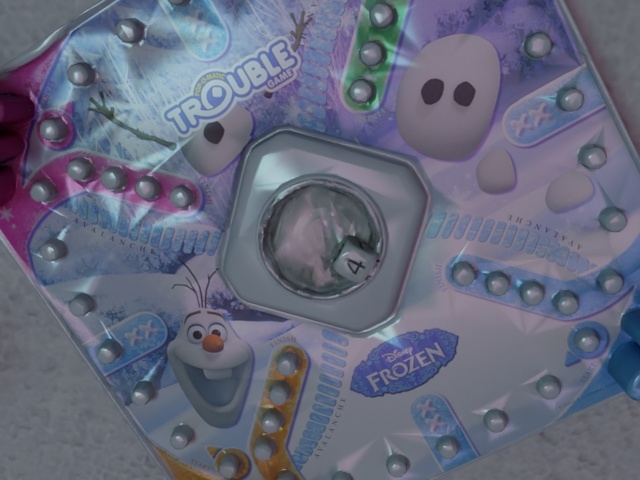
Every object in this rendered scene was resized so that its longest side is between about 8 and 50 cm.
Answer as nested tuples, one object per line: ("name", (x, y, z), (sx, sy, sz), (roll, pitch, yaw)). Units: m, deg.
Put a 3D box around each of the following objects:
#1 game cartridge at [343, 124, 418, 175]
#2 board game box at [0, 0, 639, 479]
("game cartridge", (0.023, -0.030, 0.473), (0.056, 0.017, 0.083), (40, 105, -8))
("board game box", (0.000, 0.000, 0.447), (0.390, 0.050, 0.390), (-28, 101, 12))
